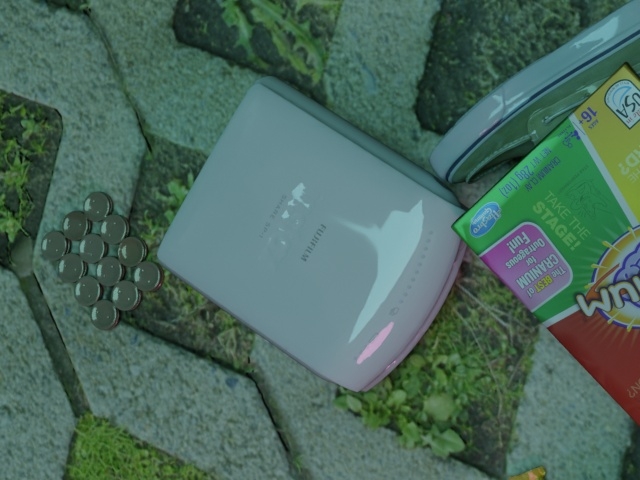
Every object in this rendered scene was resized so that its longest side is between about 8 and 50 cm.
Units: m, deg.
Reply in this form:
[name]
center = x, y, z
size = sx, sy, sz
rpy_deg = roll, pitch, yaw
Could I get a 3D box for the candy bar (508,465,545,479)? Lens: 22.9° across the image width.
[candy bar]
center = 0.248, 0.318, 1.670
size = 0.040, 0.018, 0.162
rpy_deg = -27, 76, 18

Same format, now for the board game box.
[board game box]
center = 0.327, 0.017, 1.591
size = 0.242, 0.064, 0.316
rpy_deg = -44, 88, 13

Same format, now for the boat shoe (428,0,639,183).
[boat shoe]
center = 0.253, -0.141, 1.654
size = 0.302, 0.109, 0.094
rpy_deg = -36, 77, 13

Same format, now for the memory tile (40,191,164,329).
[memory tile]
center = -0.262, 0.024, 1.898
size = 0.113, 0.012, 0.148
rpy_deg = -42, 72, 14

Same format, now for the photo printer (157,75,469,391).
[photo printer]
center = 0.000, 0.000, 1.743
size = 0.307, 0.107, 0.256
rpy_deg = 34, 99, 21
